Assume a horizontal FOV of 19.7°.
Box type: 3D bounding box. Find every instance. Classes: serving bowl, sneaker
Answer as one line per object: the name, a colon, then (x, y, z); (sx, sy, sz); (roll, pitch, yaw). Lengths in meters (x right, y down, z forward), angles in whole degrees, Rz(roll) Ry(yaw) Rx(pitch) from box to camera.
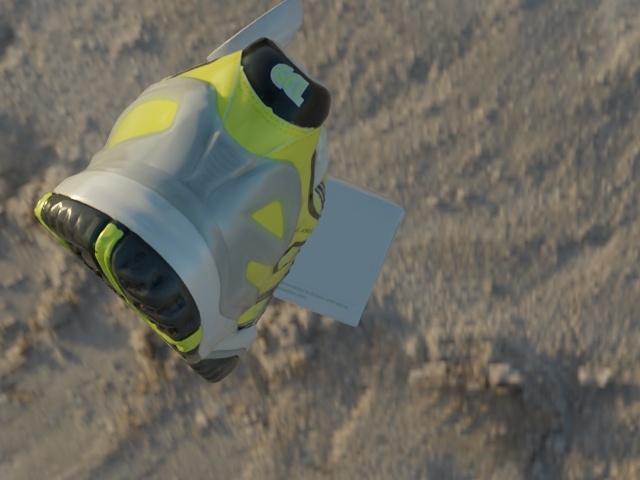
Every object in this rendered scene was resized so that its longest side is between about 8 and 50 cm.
serving bowl: (-0.045, -0.151, 1.394); (0.083, 0.083, 0.027); (-37, 95, -13)
sneaker: (-0.057, -0.016, 1.030); (0.145, 0.384, 0.147); (44, 85, -5)

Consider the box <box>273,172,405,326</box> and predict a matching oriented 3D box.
box: (0.000, 0.000, 1.439); (0.101, 0.087, 0.102); (21, 94, -4)
